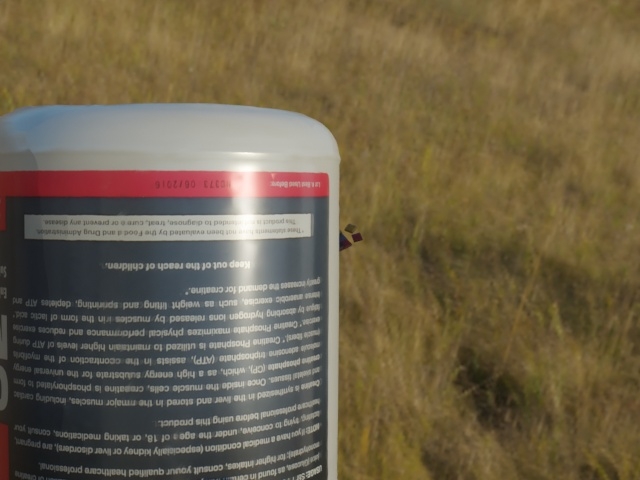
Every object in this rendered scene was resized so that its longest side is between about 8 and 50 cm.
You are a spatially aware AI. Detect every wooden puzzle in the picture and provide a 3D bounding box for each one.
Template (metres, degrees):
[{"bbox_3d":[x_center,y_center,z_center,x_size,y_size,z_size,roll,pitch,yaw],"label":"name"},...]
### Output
[{"bbox_3d":[0.000,0.000,1.069,0.083,0.006,0.049,-27,47,-17],"label":"wooden puzzle"}]

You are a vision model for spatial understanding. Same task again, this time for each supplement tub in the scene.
[{"bbox_3d":[-0.085,0.068,0.552,0.191,0.272,0.191,0,3,0],"label":"supplement tub"}]
